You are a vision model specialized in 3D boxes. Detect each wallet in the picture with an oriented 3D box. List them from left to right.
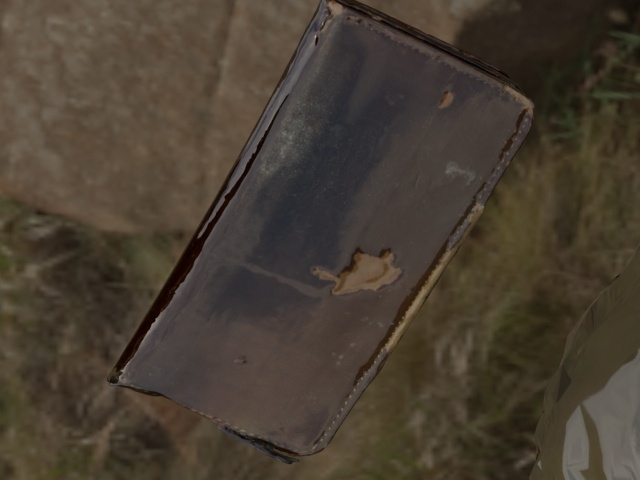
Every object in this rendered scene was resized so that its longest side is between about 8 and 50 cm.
[{"bbox_3d":[0.000,0.000,0.616,0.176,0.095,0.026,-60,17,21],"label":"wallet"}]

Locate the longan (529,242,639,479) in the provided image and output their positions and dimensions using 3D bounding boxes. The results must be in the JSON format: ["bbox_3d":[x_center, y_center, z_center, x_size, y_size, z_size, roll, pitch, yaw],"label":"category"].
[{"bbox_3d":[0.322,0.196,1.013,0.436,0.404,0.404,37,112,27],"label":"longan"}]
